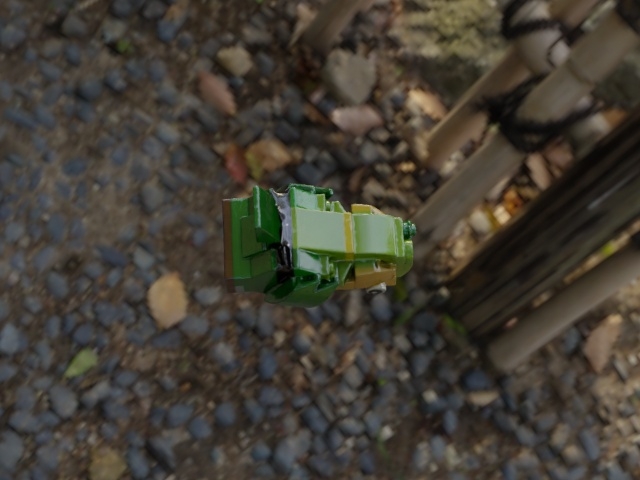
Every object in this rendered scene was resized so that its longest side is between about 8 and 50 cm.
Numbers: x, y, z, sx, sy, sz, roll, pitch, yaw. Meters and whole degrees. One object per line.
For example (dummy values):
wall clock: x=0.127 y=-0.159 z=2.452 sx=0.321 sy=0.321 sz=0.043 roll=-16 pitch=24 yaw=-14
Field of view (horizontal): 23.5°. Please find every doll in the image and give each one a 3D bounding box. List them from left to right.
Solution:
doll: x=-0.004 y=0.003 z=1.375 sx=0.186 sy=0.134 sz=0.106 roll=8 pitch=65 yaw=-27
